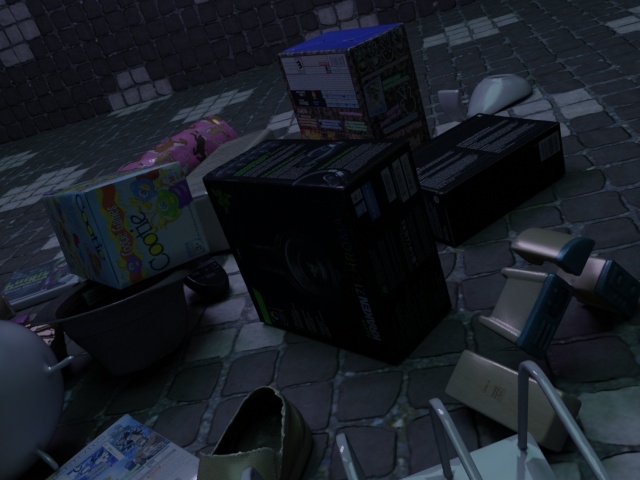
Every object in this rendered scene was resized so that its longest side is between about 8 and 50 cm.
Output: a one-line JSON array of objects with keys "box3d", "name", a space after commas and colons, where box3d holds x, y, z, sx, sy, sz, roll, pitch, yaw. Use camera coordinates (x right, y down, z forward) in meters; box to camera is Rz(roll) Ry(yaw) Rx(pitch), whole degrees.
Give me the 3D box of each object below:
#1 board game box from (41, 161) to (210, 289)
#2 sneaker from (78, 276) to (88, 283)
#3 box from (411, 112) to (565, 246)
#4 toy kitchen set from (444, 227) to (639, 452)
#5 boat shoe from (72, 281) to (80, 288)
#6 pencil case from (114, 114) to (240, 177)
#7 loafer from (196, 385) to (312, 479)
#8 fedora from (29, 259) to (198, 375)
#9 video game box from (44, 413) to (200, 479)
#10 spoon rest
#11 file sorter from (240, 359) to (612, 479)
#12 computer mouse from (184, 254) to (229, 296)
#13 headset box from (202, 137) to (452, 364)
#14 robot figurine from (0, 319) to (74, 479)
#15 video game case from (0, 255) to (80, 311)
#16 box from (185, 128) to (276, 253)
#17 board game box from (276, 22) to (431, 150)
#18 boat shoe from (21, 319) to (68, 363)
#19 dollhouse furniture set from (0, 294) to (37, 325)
[{"box3d": [-0.306, -0.028, 0.972, 0.142, 0.144, 0.275, -24, 16, -31], "name": "board game box"}, {"box3d": [-0.336, 0.036, 1.154, 0.232, 0.115, 0.090, -23, 26, -8], "name": "sneaker"}, {"box3d": [0.247, -0.112, 1.061, 0.261, 0.103, 0.184, -30, 31, -21], "name": "box"}, {"box3d": [0.262, 0.110, 0.661, 0.122, 0.166, 0.207, 20, 82, 54], "name": "toy kitchen set"}, {"box3d": [-0.421, 0.071, 1.234, 0.049, 0.042, 0.133, 1, 30, 39], "name": "boat shoe"}, {"box3d": [-0.340, -0.134, 1.434, 0.160, 0.167, 0.386, -17, 20, 49], "name": "pencil case"}, {"box3d": [-0.082, 0.243, 0.596, 0.102, 0.092, 0.268, -11, 27, 18], "name": "loafer"}, {"box3d": [-0.284, 0.117, 0.944, 0.244, 0.124, 0.275, -19, 14, -6], "name": "fedora"}, {"box3d": [-0.232, 0.289, 0.663, 0.187, 0.048, 0.205, 11, 39, 44], "name": "video game box"}, {"box3d": [0.373, -0.323, 1.441, 0.276, 0.084, 0.137, -22, 23, -37], "name": "spoon rest"}, {"box3d": [0.052, 0.222, 0.393, 0.278, 0.173, 0.192, -20, 47, -2], "name": "file sorter"}, {"box3d": [-0.242, 0.030, 1.108, 0.071, 0.041, 0.242, -23, 47, -35], "name": "computer mouse"}, {"box3d": [0.000, 0.000, 0.841, 0.283, 0.246, 0.131, 10, 38, 45], "name": "headset box"}, {"box3d": [-0.464, 0.189, 0.752, 0.354, 0.299, 0.200, 2, 2, 9], "name": "robot figurine"}, {"box3d": [-0.584, 0.085, 1.339, 0.190, 0.022, 0.173, -20, 25, 0], "name": "video game case"}, {"box3d": [-0.192, -0.103, 1.306, 0.148, 0.121, 0.311, -12, 27, 29], "name": "box"}, {"box3d": [0.071, -0.250, 1.234, 0.141, 0.291, 0.232, -32, 29, -27], "name": "board game box"}, {"box3d": [-0.481, 0.237, 0.915, 0.105, 0.089, 0.285, 28, 49, 23], "name": "boat shoe"}, {"box3d": [-0.664, 0.067, 1.106, 0.286, 0.303, 0.198, -17, 26, 5], "name": "dollhouse furniture set"}]
